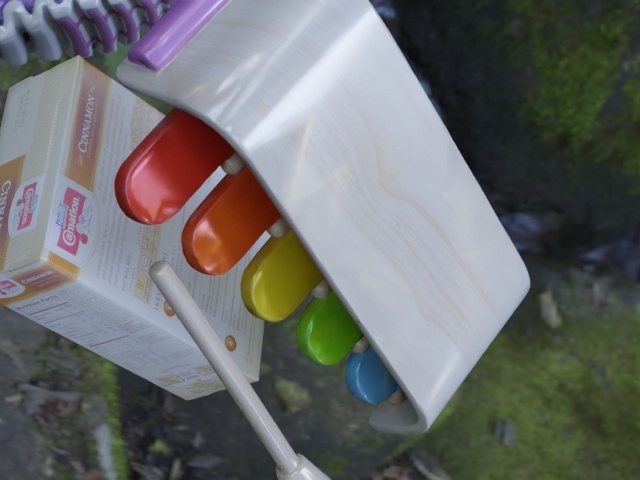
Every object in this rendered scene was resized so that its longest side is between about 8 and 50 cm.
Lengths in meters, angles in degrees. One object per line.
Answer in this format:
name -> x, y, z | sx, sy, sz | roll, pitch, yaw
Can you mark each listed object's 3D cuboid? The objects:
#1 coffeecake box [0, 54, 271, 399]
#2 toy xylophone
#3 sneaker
coffeecake box -> -0.116, -0.003, 0.935 | 0.185, 0.068, 0.142 | 35, 49, -41
toy xylophone -> 0.000, 0.000, 0.849 | 0.236, 0.081, 0.323 | -43, 123, -28
sneaker -> -0.208, -0.173, 1.019 | 0.236, 0.095, 0.104 | -15, 76, -9
